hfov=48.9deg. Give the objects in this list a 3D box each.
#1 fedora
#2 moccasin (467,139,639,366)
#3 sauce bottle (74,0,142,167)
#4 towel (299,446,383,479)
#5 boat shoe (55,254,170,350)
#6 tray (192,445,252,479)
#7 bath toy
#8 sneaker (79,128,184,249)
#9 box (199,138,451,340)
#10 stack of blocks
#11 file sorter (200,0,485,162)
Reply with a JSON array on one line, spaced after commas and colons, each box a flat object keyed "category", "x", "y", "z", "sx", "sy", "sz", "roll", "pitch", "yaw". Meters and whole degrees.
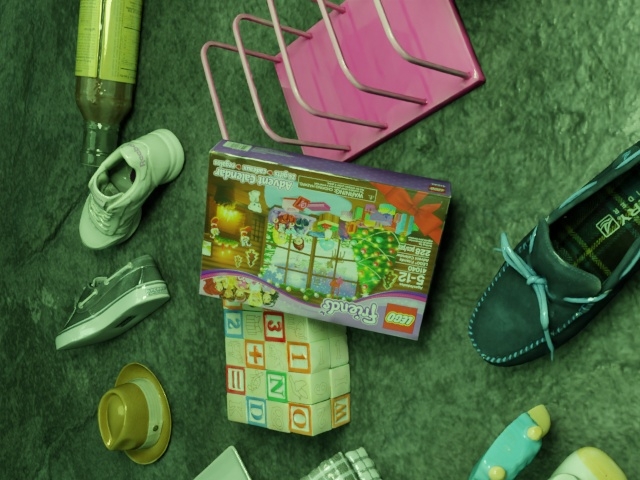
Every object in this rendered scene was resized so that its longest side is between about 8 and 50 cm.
[{"category": "fedora", "x": -0.359, "y": 0.328, "z": 1.310, "sx": 0.194, "sy": 0.079, "sz": 0.194, "roll": 3, "pitch": 95, "yaw": 40}, {"category": "moccasin", "x": 0.261, "y": 0.006, "z": 0.742, "sx": 0.137, "sy": 0.117, "sz": 0.342, "roll": 49, "pitch": 121, "yaw": 28}, {"category": "sauce bottle", "x": -0.394, "y": -0.308, "z": 1.288, "sx": 0.111, "sy": 0.111, "sz": 0.344, "roll": 17, "pitch": 102, "yaw": 39}, {"category": "towel", "x": 0.005, "y": 0.458, "z": 0.961, "sx": 0.283, "sy": 0.121, "sz": 0.235, "roll": -47, "pitch": 63, "yaw": 22}, {"category": "boat shoe", "x": -0.403, "y": 0.119, "z": 1.321, "sx": 0.301, "sy": 0.108, "sz": 0.102, "roll": -32, "pitch": 72, "yaw": 34}, {"category": "tray", "x": -0.111, "y": 0.480, "z": 1.139, "sx": 0.145, "sy": 0.030, "sz": 0.270, "roll": -47, "pitch": 63, "yaw": 31}, {"category": "bath toy", "x": 0.304, "y": 0.340, "z": 0.721, "sx": 0.348, "sy": 0.151, "sz": 0.129, "roll": 51, "pitch": 160, "yaw": 23}, {"category": "sneaker", "x": -0.372, "y": -0.083, "z": 1.249, "sx": 0.114, "sy": 0.152, "sz": 0.305, "roll": 49, "pitch": 124, "yaw": 6}, {"category": "box", "x": 0.000, "y": 0.000, "z": 0.885, "sx": 0.293, "sy": 0.057, "sz": 0.200, "roll": 11, "pitch": 115, "yaw": 6}, {"category": "stack of blocks", "x": -0.054, "y": 0.119, "z": 1.035, "sx": 0.171, "sy": 0.087, "sz": 0.297, "roll": -3, "pitch": 90, "yaw": 40}, {"category": "file sorter", "x": 0.013, "y": -0.232, "z": 0.900, "sx": 0.291, "sy": 0.182, "sz": 0.202, "roll": -27, "pitch": 74, "yaw": 38}]
